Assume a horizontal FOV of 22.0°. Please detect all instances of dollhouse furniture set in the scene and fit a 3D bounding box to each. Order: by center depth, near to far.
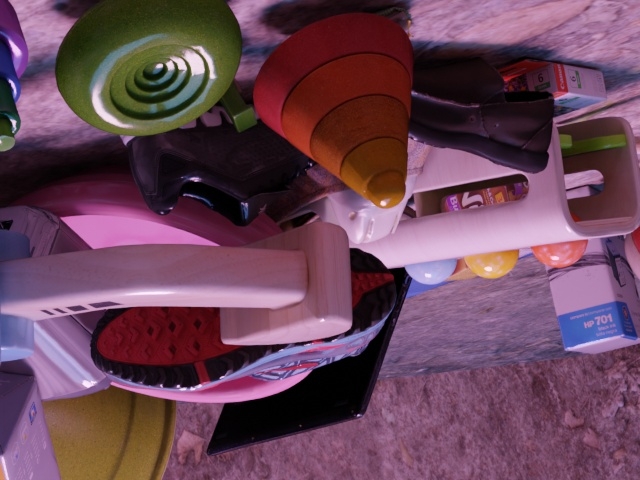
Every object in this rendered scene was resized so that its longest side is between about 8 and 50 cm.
[{"bbox_3d":[-0.009,-0.140,1.207,0.151,0.058,0.076,-28,163,-3],"label":"dollhouse furniture set"}]

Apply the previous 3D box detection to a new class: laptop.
[{"bbox_3d":[0.087,0.156,2.376,0.236,0.408,0.382,34,149,-23],"label":"laptop"}]

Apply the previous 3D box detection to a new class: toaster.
[{"bbox_3d":[-0.282,0.058,1.446,0.227,0.129,0.146,-9,136,29],"label":"toaster"}]

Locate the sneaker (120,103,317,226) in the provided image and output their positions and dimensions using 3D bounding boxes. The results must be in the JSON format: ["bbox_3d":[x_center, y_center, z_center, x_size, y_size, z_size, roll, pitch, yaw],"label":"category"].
[{"bbox_3d":[-0.048,-0.064,1.349,0.234,0.106,0.078,-5,167,-19],"label":"sneaker"}]

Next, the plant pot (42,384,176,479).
[{"bbox_3d":[-0.397,0.158,1.726,0.366,0.366,0.353,-13,157,21],"label":"plant pot"}]

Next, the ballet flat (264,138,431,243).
[{"bbox_3d":[0.017,-0.042,1.531,0.107,0.106,0.316,-12,174,-38],"label":"ballet flat"}]

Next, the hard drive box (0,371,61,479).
[{"bbox_3d":[-0.330,0.217,1.463,0.181,0.089,0.232,6,135,10],"label":"hard drive box"}]

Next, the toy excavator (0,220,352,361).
[{"bbox_3d":[-0.249,0.039,1.210,0.445,0.222,0.433,-7,168,26],"label":"toy excavator"}]

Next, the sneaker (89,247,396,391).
[{"bbox_3d":[-0.064,0.091,1.408,0.262,0.104,0.125,-9,152,-9],"label":"sneaker"}]

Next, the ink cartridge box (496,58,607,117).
[{"bbox_3d":[0.189,-0.130,1.422,0.063,0.029,0.115,-18,167,41],"label":"ink cartridge box"}]

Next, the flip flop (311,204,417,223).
[{"bbox_3d":[0.000,0.000,1.826,0.277,0.080,0.112,0,166,-43],"label":"flip flop"}]

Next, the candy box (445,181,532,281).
[{"bbox_3d":[0.175,-0.028,1.754,0.053,0.109,0.186,-5,168,-25],"label":"candy box"}]

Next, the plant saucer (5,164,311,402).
[{"bbox_3d":[-0.151,0.036,1.553,0.332,0.084,0.332,9,146,6],"label":"plant saucer"}]

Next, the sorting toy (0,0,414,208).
[{"bbox_3d":[-0.075,-0.079,1.071,0.365,0.126,0.127,4,137,-33],"label":"sorting toy"}]

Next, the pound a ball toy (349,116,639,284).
[{"bbox_3d":[0.200,-0.037,1.556,0.208,0.136,0.319,-5,177,-45],"label":"pound a ball toy"}]

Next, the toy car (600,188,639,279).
[{"bbox_3d":[0.488,-0.034,1.912,0.210,0.219,0.238,2,136,-46],"label":"toy car"}]

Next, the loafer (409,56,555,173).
[{"bbox_3d":[0.106,-0.117,1.339,0.220,0.078,0.080,13,-168,-39],"label":"loafer"}]

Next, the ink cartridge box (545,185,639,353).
[{"bbox_3d":[0.333,0.039,2.034,0.082,0.191,0.139,-15,169,22],"label":"ink cartridge box"}]
